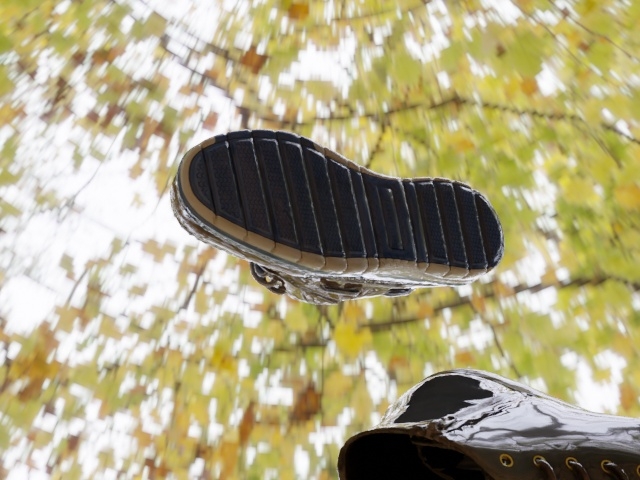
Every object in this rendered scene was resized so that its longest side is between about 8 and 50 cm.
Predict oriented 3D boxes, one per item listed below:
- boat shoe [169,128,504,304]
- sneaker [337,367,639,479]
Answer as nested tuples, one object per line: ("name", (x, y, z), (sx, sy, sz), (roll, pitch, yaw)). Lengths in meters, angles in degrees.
("boat shoe", (0.000, 0.000, 0.925), (0.183, 0.066, 0.066), (14, -33, -36))
("sneaker", (0.118, 0.116, 0.789), (0.222, 0.118, 0.083), (13, -80, 18))
